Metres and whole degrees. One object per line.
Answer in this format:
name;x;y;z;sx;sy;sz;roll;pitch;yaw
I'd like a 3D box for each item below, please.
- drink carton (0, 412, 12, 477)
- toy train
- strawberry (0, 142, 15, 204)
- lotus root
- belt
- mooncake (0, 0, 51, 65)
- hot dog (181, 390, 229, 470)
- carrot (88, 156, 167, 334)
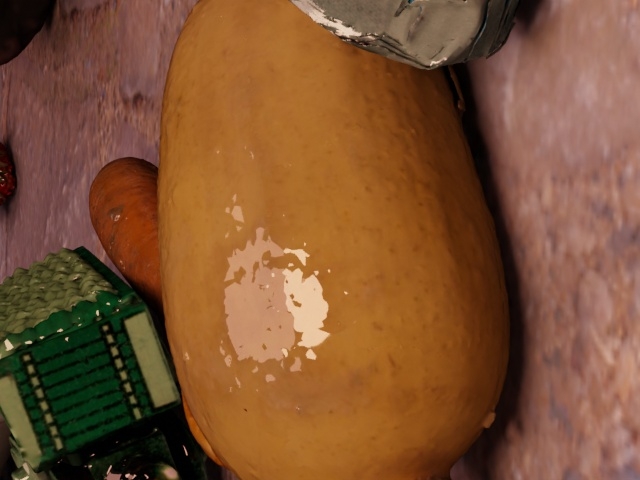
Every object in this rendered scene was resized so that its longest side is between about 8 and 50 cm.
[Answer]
drink carton;-0.332;0.168;1.499;0.190;0.185;0.191;-59;35;33
toy train;-0.146;0.099;1.063;0.154;0.115;0.269;64;170;-13
strawberry;-0.320;-0.052;1.536;0.106;0.106;0.106;180;90;-67
lotus root;-0.001;-0.001;0.726;0.146;0.130;0.303;130;134;-59
belt;0.028;-0.126;0.692;0.140;0.105;0.058;56;140;38
mooncake;-0.310;-0.330;1.308;0.351;0.212;0.381;59;147;35
hot dog;-0.035;-0.008;0.893;0.100;0.068;0.250;150;120;-76
carrot;-0.098;0.006;1.056;0.186;0.060;0.060;-126;42;-54
